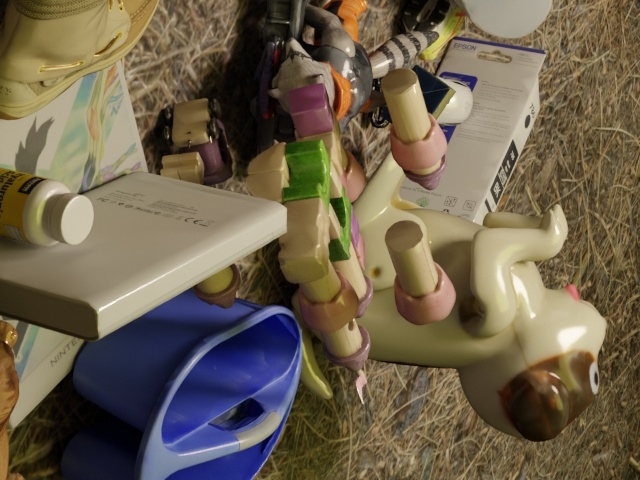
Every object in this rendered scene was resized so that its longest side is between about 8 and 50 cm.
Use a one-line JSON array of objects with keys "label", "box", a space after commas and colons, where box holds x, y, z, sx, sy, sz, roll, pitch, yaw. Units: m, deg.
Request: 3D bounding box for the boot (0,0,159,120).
[{"label": "boot", "box": [-0.219, -0.248, 1.474, 0.262, 0.095, 0.203, -44, 174, -38]}]

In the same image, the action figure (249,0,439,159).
[{"label": "action figure", "box": [0.023, -0.251, 1.904, 0.330, 0.178, 0.341, -51, 149, -58]}]

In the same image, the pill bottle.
[{"label": "pill bottle", "box": [-0.274, -0.030, 1.454, 0.065, 0.116, 0.065, -33, 129, -53]}]

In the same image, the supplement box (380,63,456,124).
[{"label": "supplement box", "box": [0.129, -0.180, 2.026, 0.083, 0.056, 0.083, -55, 172, 8]}]

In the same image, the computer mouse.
[{"label": "computer mouse", "box": [0.151, -0.205, 2.205, 0.193, 0.042, 0.106, 4, 98, -33]}]

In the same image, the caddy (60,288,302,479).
[{"label": "caddy", "box": [-0.138, 0.190, 1.755, 0.341, 0.179, 0.241, -26, 132, -58]}]

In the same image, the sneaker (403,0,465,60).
[{"label": "sneaker", "box": [0.184, -0.347, 2.261, 0.208, 0.081, 0.094, -52, 151, -28]}]

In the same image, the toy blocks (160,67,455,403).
[{"label": "toy blocks", "box": [0.000, 0.000, 1.755, 0.260, 0.309, 0.288, 67, 19, -50]}]

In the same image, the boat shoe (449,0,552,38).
[{"label": "boat shoe", "box": [0.178, -0.418, 2.130, 0.367, 0.156, 0.136, 28, 114, -41]}]

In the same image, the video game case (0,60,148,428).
[{"label": "video game case", "box": [-0.280, -0.018, 1.606, 0.300, 0.036, 0.329, -48, 139, -41]}]

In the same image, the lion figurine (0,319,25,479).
[{"label": "lion figurine", "box": [-0.333, 0.219, 1.409, 0.240, 0.142, 0.392, -117, -160, -70]}]

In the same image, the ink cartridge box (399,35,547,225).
[{"label": "ink cartridge box", "box": [0.215, -0.148, 2.289, 0.332, 0.165, 0.065, -64, 149, -21]}]

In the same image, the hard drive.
[{"label": "hard drive", "box": [-0.200, 0.006, 1.510, 0.307, 0.203, 0.040, -31, 128, -53]}]

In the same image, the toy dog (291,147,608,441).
[{"label": "toy dog", "box": [0.188, 0.099, 2.032, 0.395, 0.408, 0.284, -57, 177, -2]}]
